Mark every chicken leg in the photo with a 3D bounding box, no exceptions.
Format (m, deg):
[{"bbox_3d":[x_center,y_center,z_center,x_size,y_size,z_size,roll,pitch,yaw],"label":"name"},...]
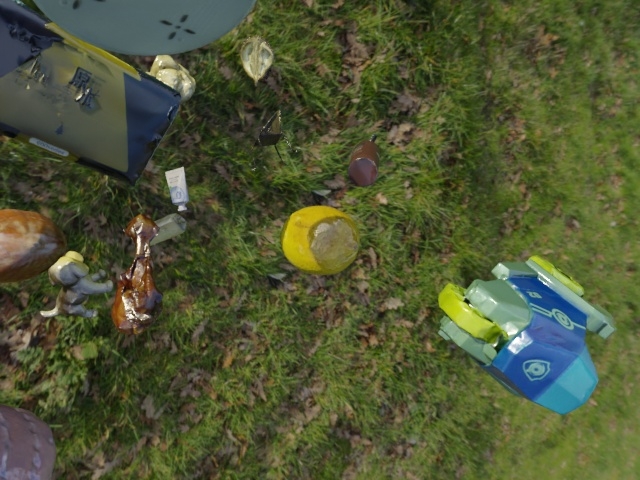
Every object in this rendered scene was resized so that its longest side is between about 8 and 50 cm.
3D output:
[{"bbox_3d":[-0.420,0.075,1.088,0.113,0.093,0.304,-6,63,4],"label":"chicken leg"}]

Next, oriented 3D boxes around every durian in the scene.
[{"bbox_3d":[-0.168,-0.507,1.308,0.071,0.111,0.139,-39,143,-50],"label":"durian"}]

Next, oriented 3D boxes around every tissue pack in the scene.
[{"bbox_3d":[-0.573,-0.329,1.020,0.417,0.253,0.264,24,99,-45],"label":"tissue pack"}]

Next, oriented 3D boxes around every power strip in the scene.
[{"bbox_3d":[-0.254,-0.442,0.685,0.358,0.357,0.161,-10,75,-23],"label":"power strip"}]

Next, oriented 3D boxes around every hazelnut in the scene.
[{"bbox_3d":[-0.726,0.010,1.105,0.215,0.214,0.176,-20,104,-20],"label":"hazelnut"}]

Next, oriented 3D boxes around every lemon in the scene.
[{"bbox_3d":[0.000,0.000,1.496,0.234,0.289,0.233,-14,107,-53],"label":"lemon"}]

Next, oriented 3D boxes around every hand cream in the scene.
[{"bbox_3d":[-0.476,-0.168,1.540,0.053,0.084,0.142,-22,101,-62],"label":"hand cream"}]

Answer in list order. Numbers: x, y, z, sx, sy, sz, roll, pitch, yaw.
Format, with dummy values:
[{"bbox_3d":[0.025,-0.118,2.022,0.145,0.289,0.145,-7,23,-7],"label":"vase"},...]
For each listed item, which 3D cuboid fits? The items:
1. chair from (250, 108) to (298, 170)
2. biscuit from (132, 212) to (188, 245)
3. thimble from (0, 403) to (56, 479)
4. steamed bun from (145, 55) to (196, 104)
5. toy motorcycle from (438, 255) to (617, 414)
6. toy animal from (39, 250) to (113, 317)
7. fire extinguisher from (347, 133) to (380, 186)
[{"bbox_3d":[-0.191,-0.393,1.766,0.149,0.174,0.213,-6,72,-25],"label":"chair"},{"bbox_3d":[-0.465,-0.029,1.323,0.056,0.188,0.052,55,33,-31],"label":"biscuit"},{"bbox_3d":[-0.358,0.236,0.424,0.190,0.163,0.125,-30,145,5],"label":"thimble"},{"bbox_3d":[-0.453,-0.443,1.298,0.178,0.192,0.106,-27,138,13],"label":"steamed bun"},{"bbox_3d":[0.293,0.140,0.652,0.327,0.200,0.191,10,121,-53],"label":"toy motorcycle"},{"bbox_3d":[-0.737,0.137,1.396,0.169,0.121,0.233,-1,130,-44],"label":"toy animal"},{"bbox_3d":[0.183,-0.328,1.826,0.114,0.337,0.135,29,117,-6],"label":"fire extinguisher"}]
